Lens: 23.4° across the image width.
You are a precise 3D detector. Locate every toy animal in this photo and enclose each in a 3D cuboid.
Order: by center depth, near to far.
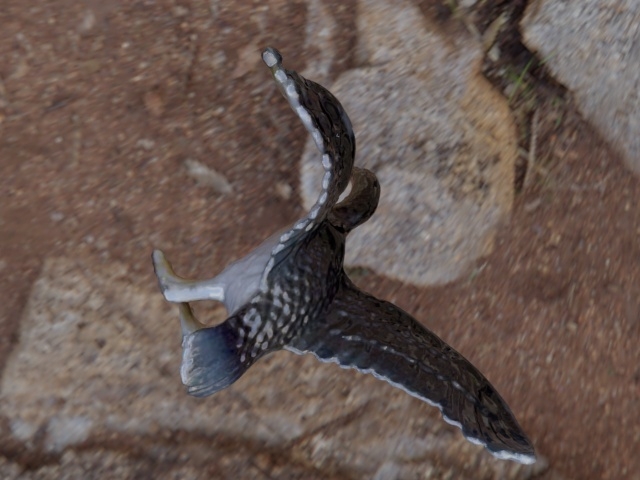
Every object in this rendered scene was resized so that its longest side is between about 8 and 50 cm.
[{"bbox_3d":[-0.015,0.003,0.857,0.160,0.197,0.272,-23,118,0],"label":"toy animal"}]
